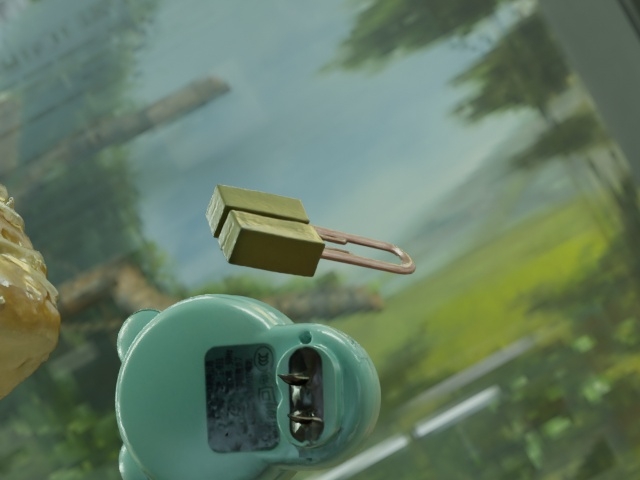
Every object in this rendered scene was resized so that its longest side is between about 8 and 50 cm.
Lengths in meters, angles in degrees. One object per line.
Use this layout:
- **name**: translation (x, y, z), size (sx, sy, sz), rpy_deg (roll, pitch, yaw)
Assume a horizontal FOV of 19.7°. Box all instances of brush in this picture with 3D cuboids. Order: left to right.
- **brush**: translation (0.000, 0.000, 1.986), size (0.103, 0.233, 0.047), rpy_deg (-117, 44, -54)

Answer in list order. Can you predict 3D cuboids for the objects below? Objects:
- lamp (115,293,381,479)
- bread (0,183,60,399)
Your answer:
- **lamp**: translation (-0.076, 0.156, 1.817), size (0.284, 0.209, 0.147), rpy_deg (-7, -6, 38)
- **bread**: translation (-0.456, -0.001, 1.518), size (0.390, 0.371, 0.279), rpy_deg (26, -70, -43)
